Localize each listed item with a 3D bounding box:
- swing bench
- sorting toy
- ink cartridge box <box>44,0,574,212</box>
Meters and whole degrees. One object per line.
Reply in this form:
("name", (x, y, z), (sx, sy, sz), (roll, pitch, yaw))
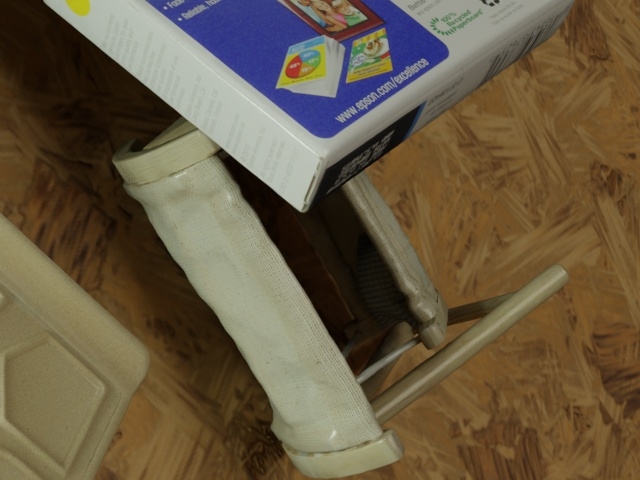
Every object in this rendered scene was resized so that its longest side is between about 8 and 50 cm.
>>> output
("swing bench", (0.000, 0.000, 1.368), (0.255, 0.165, 0.253), (-39, 105, -43))
("sorting toy", (-0.253, 0.069, 1.156), (0.307, 0.041, 0.229), (45, 50, -25))
("ink cartridge box", (-0.029, -0.190, 1.298), (0.307, 0.072, 0.303), (39, 46, 16))
